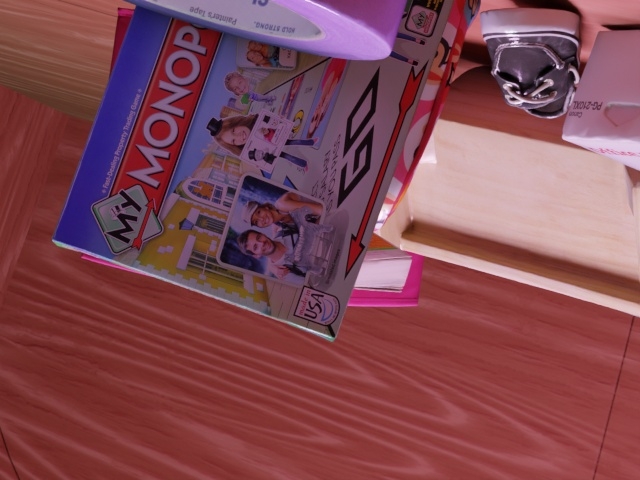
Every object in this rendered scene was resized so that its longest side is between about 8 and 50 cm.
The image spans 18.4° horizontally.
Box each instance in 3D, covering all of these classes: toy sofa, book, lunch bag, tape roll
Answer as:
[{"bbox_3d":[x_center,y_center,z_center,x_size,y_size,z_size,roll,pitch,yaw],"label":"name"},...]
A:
[{"bbox_3d":[0.221,-0.045,1.833,0.363,0.150,0.177,16,-147,43],"label":"toy sofa"},{"bbox_3d":[0.000,0.000,1.756,0.096,0.035,0.144,2,-157,-36],"label":"book"},{"bbox_3d":[0.033,-0.103,1.651,0.120,0.258,0.293,19,176,-5],"label":"lunch bag"},{"bbox_3d":[-0.074,-0.198,1.251,0.275,0.090,0.275,16,177,1],"label":"tape roll"}]

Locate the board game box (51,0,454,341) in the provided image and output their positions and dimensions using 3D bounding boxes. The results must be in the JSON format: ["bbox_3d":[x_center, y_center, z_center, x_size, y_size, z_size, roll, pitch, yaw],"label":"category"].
[{"bbox_3d":[-0.037,-0.112,1.408,0.214,0.317,0.046,19,175,0],"label":"board game box"}]

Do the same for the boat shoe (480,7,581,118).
[{"bbox_3d":[0.181,-0.145,1.635,0.078,0.070,0.219,1,174,17],"label":"boat shoe"}]

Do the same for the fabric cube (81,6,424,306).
[{"bbox_3d":[-0.051,-0.082,1.983,0.254,0.258,0.259,11,-175,39],"label":"fabric cube"}]

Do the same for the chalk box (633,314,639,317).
[{"bbox_3d":[0.316,-0.023,2.084,0.180,0.179,0.289,18,178,1],"label":"chalk box"}]

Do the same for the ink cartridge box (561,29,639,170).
[{"bbox_3d":[0.341,-0.084,1.576,0.237,0.100,0.172,20,176,-24],"label":"ink cartridge box"}]
